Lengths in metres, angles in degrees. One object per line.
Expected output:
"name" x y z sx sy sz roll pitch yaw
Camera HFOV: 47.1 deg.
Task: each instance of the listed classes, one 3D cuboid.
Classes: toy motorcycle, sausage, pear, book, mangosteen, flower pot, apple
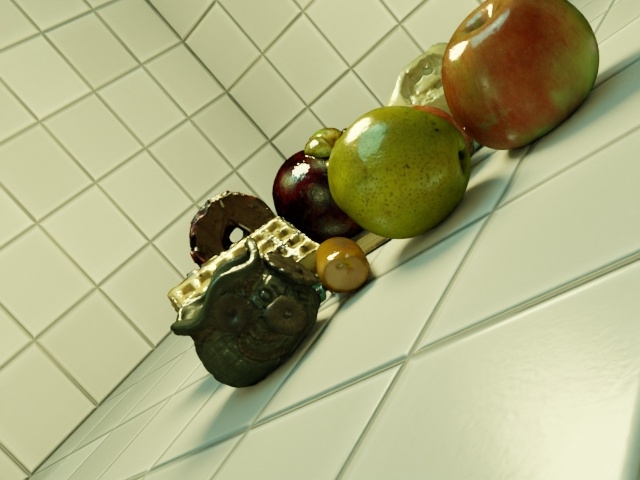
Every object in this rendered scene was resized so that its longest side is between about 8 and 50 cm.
"toy motorcycle" -0.016 0.117 1.709 0.100 0.058 0.173 -34 7 10
"sausage" 0.043 0.045 1.645 0.112 0.112 0.328 -41 8 3
"pear" 0.164 -0.140 1.491 0.294 0.294 0.294 -40 8 6
"book" 0.129 -0.002 1.805 0.199 0.016 0.138 -35 10 42
"mangosteen" 0.012 -0.143 2.069 0.330 0.330 0.330 -40 8 6
"flower pot" -0.146 0.147 1.518 0.302 0.213 0.302 -46 9 9
"apple" 0.394 -0.353 1.492 0.319 0.277 0.319 -41 9 8

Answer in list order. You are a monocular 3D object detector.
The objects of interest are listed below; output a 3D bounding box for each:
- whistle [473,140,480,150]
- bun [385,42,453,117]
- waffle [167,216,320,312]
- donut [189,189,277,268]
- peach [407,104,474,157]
"whistle" 0.436 -0.304 1.824 0.312 0.062 0.062 -40 8 10
"bun" 0.320 -0.334 1.964 0.364 0.202 0.364 -44 -24 -25
"waffle" -0.177 0.109 1.866 0.376 0.114 0.261 -35 34 -15
"donut" -0.240 -0.007 2.042 0.270 0.269 0.103 -43 12 -15
"peach" 0.255 -0.212 1.737 0.232 0.232 0.232 -40 8 6
